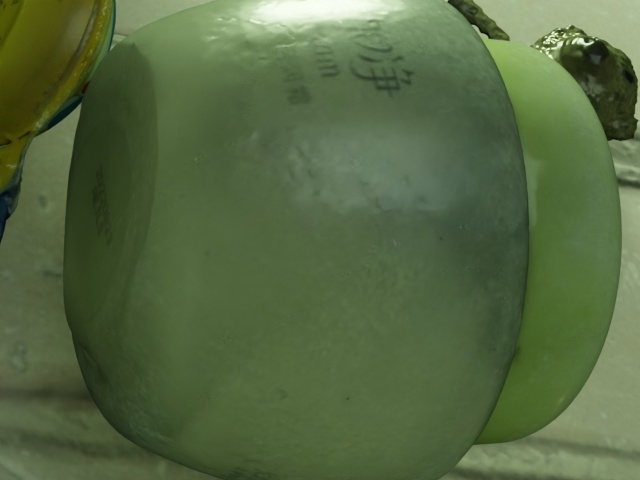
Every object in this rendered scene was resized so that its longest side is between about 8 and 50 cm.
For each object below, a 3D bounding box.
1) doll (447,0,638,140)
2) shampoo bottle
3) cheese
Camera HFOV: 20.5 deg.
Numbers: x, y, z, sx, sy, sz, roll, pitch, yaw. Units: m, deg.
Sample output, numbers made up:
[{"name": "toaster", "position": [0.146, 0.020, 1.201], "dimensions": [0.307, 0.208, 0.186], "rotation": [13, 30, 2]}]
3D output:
[{"name": "doll", "position": [0.125, -0.127, 1.419], "dimensions": [0.285, 0.091, 0.203], "rotation": [14, 44, -11]}, {"name": "shampoo bottle", "position": [0.000, 0.000, 1.105], "dimensions": [0.317, 0.322, 0.322], "rotation": [-1, 62, -21]}, {"name": "cheese", "position": [-0.205, -0.097, 1.155], "dimensions": [0.069, 0.177, 0.270], "rotation": [33, 64, -39]}]
